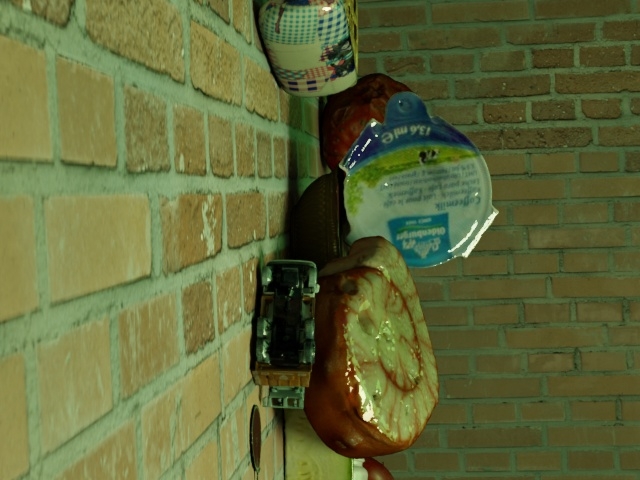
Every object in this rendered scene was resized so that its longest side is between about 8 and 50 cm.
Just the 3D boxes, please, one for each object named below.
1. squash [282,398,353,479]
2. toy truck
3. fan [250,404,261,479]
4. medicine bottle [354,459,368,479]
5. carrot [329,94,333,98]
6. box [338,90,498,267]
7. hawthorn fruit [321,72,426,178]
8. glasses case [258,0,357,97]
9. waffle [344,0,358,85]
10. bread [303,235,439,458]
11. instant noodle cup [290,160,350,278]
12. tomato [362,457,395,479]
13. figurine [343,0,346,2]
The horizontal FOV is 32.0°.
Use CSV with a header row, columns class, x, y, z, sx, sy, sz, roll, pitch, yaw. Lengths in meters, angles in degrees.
class,x,y,z,sx,sy,sz,roll,pitch,yaw
squash,-0.004,0.320,1.698,0.203,0.111,0.288,79,12,-51
toy truck,-0.044,0.122,1.495,0.115,0.080,0.177,89,4,-53
fan,-0.082,0.277,1.429,0.085,0.005,0.133,67,21,-77
medicine bottle,0.022,0.416,1.817,0.103,0.103,0.186,67,31,-75
carrot,0.050,-0.350,2.679,0.260,0.070,0.070,83,8,-52
box,0.137,-0.102,1.919,0.206,0.262,0.291,-158,-125,-82
hawthorn fruit,0.115,-0.240,2.473,0.262,0.258,0.258,-17,106,-64
glasses case,-0.015,-0.289,1.672,0.327,0.125,0.076,65,15,-76
waffle,0.002,-0.488,2.020,0.261,0.114,0.376,47,41,-78
bread,0.073,0.173,1.679,0.295,0.114,0.327,67,26,-16
instant noodle cup,0.000,0.000,1.912,0.274,0.091,0.274,-2,90,-85
tomato,0.080,0.527,2.318,0.167,0.167,0.167,-2,90,-84
figurine,0.007,-0.541,1.634,0.306,0.241,0.411,-69,168,-54
